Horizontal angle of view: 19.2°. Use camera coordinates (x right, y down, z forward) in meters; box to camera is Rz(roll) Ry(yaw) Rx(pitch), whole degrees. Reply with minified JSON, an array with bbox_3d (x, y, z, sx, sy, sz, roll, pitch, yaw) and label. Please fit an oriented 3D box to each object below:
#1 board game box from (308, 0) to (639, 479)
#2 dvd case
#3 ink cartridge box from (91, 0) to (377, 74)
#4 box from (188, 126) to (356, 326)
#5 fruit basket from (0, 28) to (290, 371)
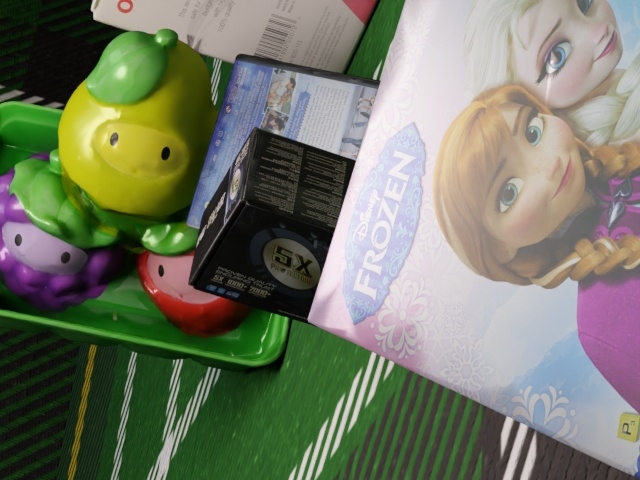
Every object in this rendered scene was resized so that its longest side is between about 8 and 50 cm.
[{"bbox_3d":[0.154,-0.058,0.969,0.318,0.066,0.319,22,97,49],"label":"board game box"},{"bbox_3d":[-0.018,-0.075,1.797,0.253,0.022,0.180,16,89,45],"label":"dvd case"},{"bbox_3d":[-0.080,-0.304,2.023,0.117,0.283,0.207,-91,22,-51],"label":"ink cartridge box"},{"bbox_3d":[0.000,0.000,1.566,0.147,0.180,0.078,127,157,-53],"label":"box"},{"bbox_3d":[-0.193,-0.036,1.986,0.392,0.392,0.283,135,149,-63],"label":"fruit basket"}]
